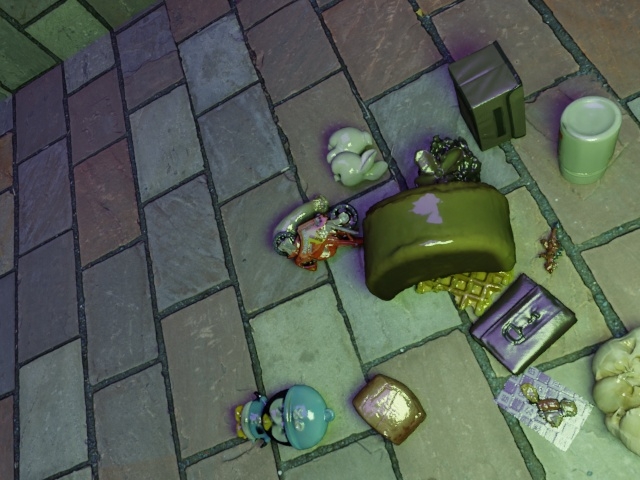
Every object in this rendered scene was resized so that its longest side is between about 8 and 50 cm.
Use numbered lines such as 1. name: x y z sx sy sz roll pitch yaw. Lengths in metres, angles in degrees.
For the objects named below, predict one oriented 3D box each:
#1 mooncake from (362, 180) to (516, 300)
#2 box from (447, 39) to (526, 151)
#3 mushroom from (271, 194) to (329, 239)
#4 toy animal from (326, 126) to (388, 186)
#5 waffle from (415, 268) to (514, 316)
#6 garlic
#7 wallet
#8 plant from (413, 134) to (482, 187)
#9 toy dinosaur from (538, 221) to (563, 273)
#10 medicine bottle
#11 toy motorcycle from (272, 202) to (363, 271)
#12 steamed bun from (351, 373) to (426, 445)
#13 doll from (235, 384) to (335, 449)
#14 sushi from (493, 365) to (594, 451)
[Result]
1. mooncake: 0.313 0.000 1.372 0.395 0.393 0.246 2 67 -20
2. box: 0.498 -0.416 1.512 0.153 0.252 0.188 -24 62 14
3. mushroom: -0.067 -0.069 1.707 0.223 0.092 0.081 -45 16 -2
4. toy animal: 0.112 -0.281 1.699 0.179 0.127 0.192 -24 59 11
5. waffle: 0.395 0.066 1.471 0.281 0.058 0.301 -46 59 1
6. garlic: 0.704 0.324 1.152 0.185 0.203 0.280 19 81 48
7. wallet: 0.532 0.223 1.352 0.229 0.049 0.182 -45 60 2
8. plant: 0.371 -0.204 1.499 0.204 0.234 0.178 -46 53 7
9. toy dinosaur: 0.634 0.018 1.388 0.055 0.049 0.154 20 75 -6
10. medicine bottle: 0.709 -0.257 1.357 0.145 0.252 0.144 -10 62 19
11. toy motorcycle: -0.001 -0.002 1.632 0.298 0.089 0.171 -25 90 10
12. steamed bun: 0.188 0.452 1.379 0.175 0.106 0.145 41 83 17
13. doll: -0.101 0.509 1.456 0.314 0.141 0.177 -14 77 23
14. sushi: 0.554 0.407 1.275 0.201 0.031 0.139 32 85 31
